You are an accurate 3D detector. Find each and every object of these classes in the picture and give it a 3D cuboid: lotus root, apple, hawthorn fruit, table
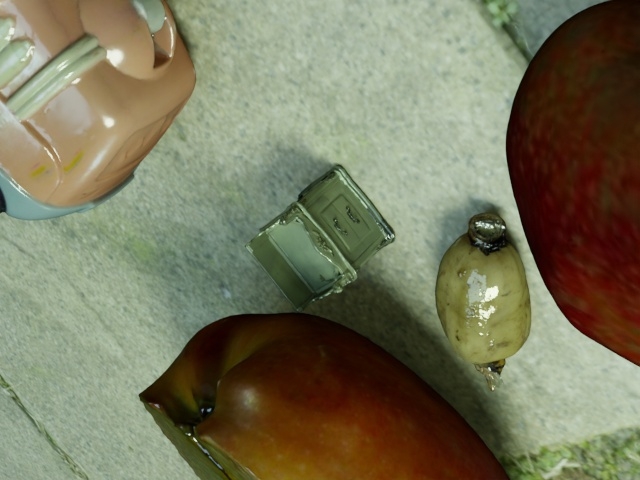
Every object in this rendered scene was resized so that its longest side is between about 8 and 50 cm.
[{"bbox_3d":[0.122,0.051,0.717,0.072,0.063,0.152,4,121,26],"label":"lotus root"},{"bbox_3d":[0.008,0.234,0.793,0.328,0.295,0.365,-25,111,24],"label":"apple"},{"bbox_3d":[0.199,-0.008,0.496,0.208,0.208,0.248,18,123,29],"label":"hawthorn fruit"},{"bbox_3d":[0.000,0.000,0.758,0.079,0.083,0.062,51,139,-5],"label":"table"}]

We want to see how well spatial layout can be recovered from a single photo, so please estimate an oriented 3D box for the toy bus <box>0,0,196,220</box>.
[{"bbox_3d":[-0.231,-0.165,0.746,0.232,0.194,0.288,-27,102,39],"label":"toy bus"}]
